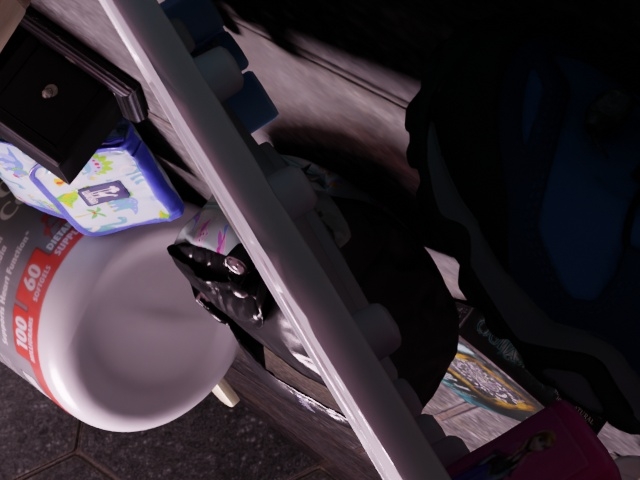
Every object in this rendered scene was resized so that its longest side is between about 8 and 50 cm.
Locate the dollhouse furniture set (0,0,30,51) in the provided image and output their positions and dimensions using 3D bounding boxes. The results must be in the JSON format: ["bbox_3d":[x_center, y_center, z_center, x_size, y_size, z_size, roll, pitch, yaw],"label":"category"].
[{"bbox_3d":[-0.367,-0.144,0.890,0.362,0.256,0.394,25,170,21],"label":"dollhouse furniture set"}]

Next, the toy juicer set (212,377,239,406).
[{"bbox_3d":[-0.180,0.027,1.707,0.209,0.089,0.329,57,169,-29],"label":"toy juicer set"}]

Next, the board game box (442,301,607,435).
[{"bbox_3d":[0.104,0.081,1.104,0.126,0.026,0.186,40,170,-18],"label":"board game box"}]

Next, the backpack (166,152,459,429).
[{"bbox_3d":[-0.007,0.020,0.944,0.152,0.115,0.182,55,164,-27],"label":"backpack"}]

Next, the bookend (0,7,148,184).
[{"bbox_3d":[-0.231,-0.082,1.114,0.156,0.157,0.072,36,171,6],"label":"bookend"}]

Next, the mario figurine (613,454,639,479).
[{"bbox_3d":[0.231,0.232,0.979,0.198,0.170,0.320,46,152,9],"label":"mario figurine"}]

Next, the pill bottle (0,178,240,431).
[{"bbox_3d":[-0.246,0.016,1.472,0.363,0.210,0.210,25,166,46],"label":"pill bottle"}]

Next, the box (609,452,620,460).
[{"bbox_3d":[0.291,0.236,1.156,0.207,0.036,0.114,43,168,-33],"label":"box"}]

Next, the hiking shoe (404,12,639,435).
[{"bbox_3d":[0.164,0.026,0.500,0.304,0.113,0.132,43,140,-3],"label":"hiking shoe"}]

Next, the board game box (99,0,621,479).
[{"bbox_3d":[0.000,0.000,0.588,0.390,0.050,0.390,59,177,17],"label":"board game box"}]

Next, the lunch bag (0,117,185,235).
[{"bbox_3d":[-0.189,-0.069,1.248,0.151,0.096,0.129,17,161,22],"label":"lunch bag"}]
